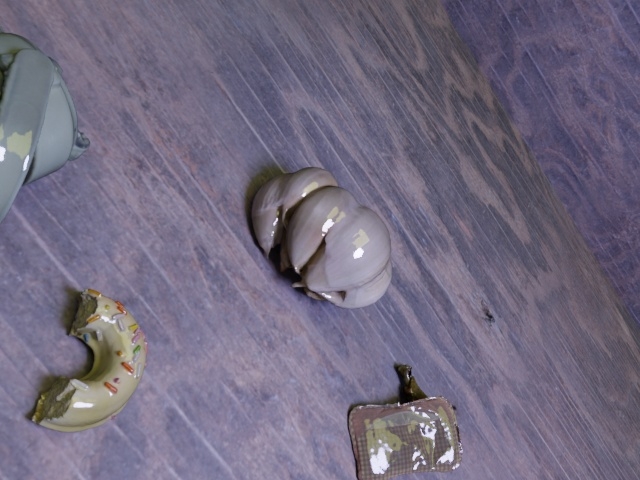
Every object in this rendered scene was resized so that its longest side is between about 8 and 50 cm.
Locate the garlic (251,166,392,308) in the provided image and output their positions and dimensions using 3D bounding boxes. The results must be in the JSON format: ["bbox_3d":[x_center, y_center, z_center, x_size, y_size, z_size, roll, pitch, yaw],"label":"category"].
[{"bbox_3d":[0.012,0.001,0.898,0.203,0.184,0.281,-45,105,-32],"label":"garlic"}]

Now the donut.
[{"bbox_3d":[-0.259,0.146,0.623,0.108,0.065,0.166,29,51,-34],"label":"donut"}]

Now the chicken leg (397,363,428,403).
[{"bbox_3d":[0.188,0.324,0.999,0.093,0.070,0.178,2,61,-39],"label":"chicken leg"}]

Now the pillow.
[{"bbox_3d":[0.154,0.349,0.918,0.211,0.034,0.135,-2,66,-20],"label":"pillow"}]

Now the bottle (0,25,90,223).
[{"bbox_3d":[-0.397,-0.098,0.514,0.229,0.229,0.351,58,37,-5],"label":"bottle"}]
